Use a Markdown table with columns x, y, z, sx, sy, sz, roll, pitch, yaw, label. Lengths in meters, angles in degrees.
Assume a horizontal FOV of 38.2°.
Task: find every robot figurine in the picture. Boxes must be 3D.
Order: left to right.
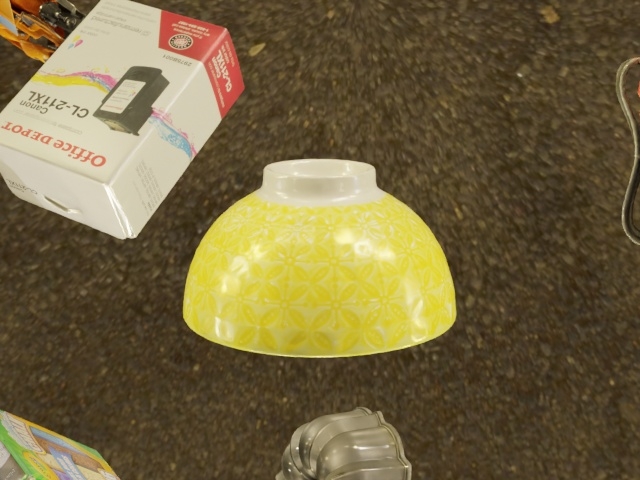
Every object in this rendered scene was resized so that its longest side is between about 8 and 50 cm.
| x | y | z | sx | sy | sz | roll | pitch | yaw | label |
| --- | --- | --- | --- | --- | --- | --- | --- | --- | --- |
| -0.351 | -0.266 | 1.142 | 0.291 | 0.211 | 0.085 | 34 | 86 | -10 | robot figurine |

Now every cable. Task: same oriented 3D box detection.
| x | y | z | sx | sy | sz | roll | pitch | yaw | label |
| --- | --- | --- | --- | --- | --- | --- | --- | --- | --- |
| 0.453 | -0.137 | 1.266 | 0.139 | 0.072 | 0.287 | 17 | 101 | 10 | cable |

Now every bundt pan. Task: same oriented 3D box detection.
| x | y | z | sx | sy | sz | roll | pitch | yaw | label |
| --- | --- | --- | --- | --- | --- | --- | --- | --- | --- |
| 0.021 | 0.441 | 1.537 | 0.124 | 0.331 | 0.331 | 8 | 107 | -27 | bundt pan |

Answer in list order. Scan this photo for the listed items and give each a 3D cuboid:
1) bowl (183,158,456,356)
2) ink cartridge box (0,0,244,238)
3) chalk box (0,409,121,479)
| x | y | z | sx | sy | sz | roll | pitch | yaw | label |
| --- | --- | --- | --- | --- | --- | --- | --- | --- | --- |
| 0.000 | 0.000 | 0.962 | 0.289 | 0.289 | 0.156 | 1 | 103 | 2 | bowl |
| -0.162 | -0.103 | 0.744 | 0.127 | 0.175 | 0.072 | 20 | 150 | 20 | ink cartridge box |
| -0.285 | 0.243 | 0.830 | 0.132 | 0.132 | 0.213 | -52 | 136 | -5 | chalk box |
